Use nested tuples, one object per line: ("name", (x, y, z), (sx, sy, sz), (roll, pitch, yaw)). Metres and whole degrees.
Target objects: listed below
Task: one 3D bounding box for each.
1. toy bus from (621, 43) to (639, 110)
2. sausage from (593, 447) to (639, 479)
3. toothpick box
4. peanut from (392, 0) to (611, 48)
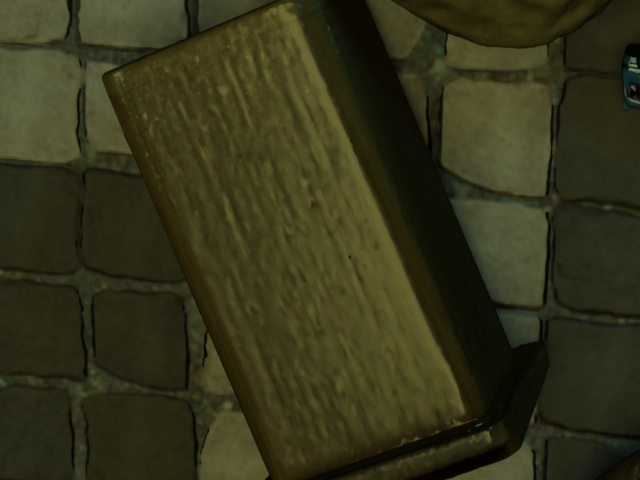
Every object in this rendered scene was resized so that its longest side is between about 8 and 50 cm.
("toy bus", (0.234, -0.101, 1.272), (0.083, 0.038, 0.046), (12, 112, 9))
("sausage", (0.348, 0.093, 1.264), (0.501, 0.123, 0.136), (-45, 64, 20))
("toothpick box", (0.000, 0.000, 1.283), (0.187, 0.190, 0.308), (-21, 97, 19))
("peanut", (0.143, -0.199, 1.215), (0.291, 0.143, 0.159), (-7, 139, 9))
